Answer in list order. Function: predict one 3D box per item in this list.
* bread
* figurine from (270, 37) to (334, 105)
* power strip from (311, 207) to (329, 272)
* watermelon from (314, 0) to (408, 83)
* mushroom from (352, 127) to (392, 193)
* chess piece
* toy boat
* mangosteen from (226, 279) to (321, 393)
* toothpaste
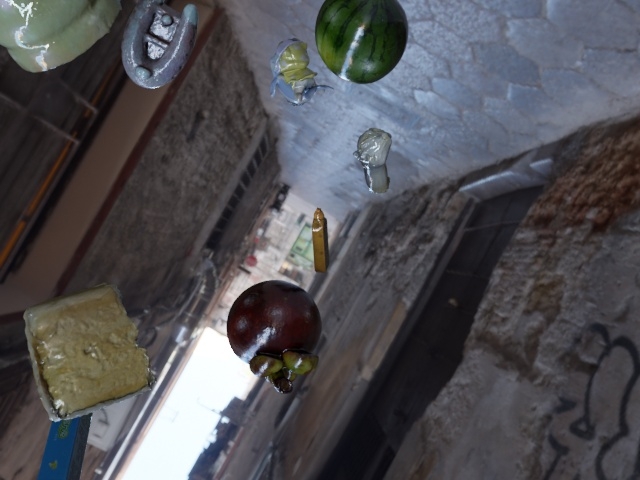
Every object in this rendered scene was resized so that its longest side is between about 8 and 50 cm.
[{"bbox_3d":[-0.238,0.111,0.592,0.125,0.106,0.082,68,153,10],"label":"bread"},{"bbox_3d":[-0.064,-0.456,1.603,0.208,0.128,0.184,37,143,28],"label":"figurine"},{"bbox_3d":[0.000,0.000,1.356,0.028,0.178,0.049,5,-145,13],"label":"power strip"},{"bbox_3d":[0.103,-0.518,1.456,0.242,0.242,0.242,29,178,1],"label":"watermelon"},{"bbox_3d":[0.147,-0.213,1.553,0.096,0.099,0.278,54,174,21],"label":"mushroom"},{"bbox_3d":[-0.556,-0.522,0.959,0.234,0.234,0.442,28,162,35],"label":"chess piece"},{"bbox_3d":[-0.376,-0.456,1.337,0.155,0.227,0.085,26,-157,-16],"label":"toy boat"},{"bbox_3d":[-0.092,0.213,1.267,0.215,0.215,0.257,32,-153,-46],"label":"mangosteen"},{"bbox_3d":[-0.429,0.374,0.967,0.050,0.267,0.065,-4,136,-2],"label":"toothpaste"}]
